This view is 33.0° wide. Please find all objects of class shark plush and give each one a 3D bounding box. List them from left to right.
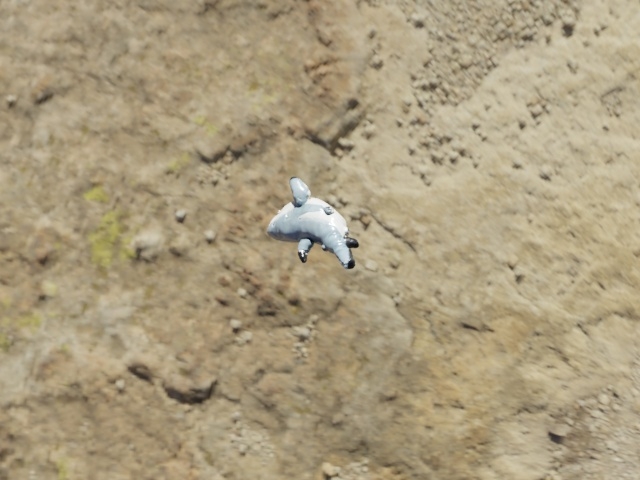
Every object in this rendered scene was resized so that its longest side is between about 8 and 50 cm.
[{"bbox_3d":[0.000,0.000,1.160,0.067,0.073,0.161,-46,46,-3],"label":"shark plush"}]
